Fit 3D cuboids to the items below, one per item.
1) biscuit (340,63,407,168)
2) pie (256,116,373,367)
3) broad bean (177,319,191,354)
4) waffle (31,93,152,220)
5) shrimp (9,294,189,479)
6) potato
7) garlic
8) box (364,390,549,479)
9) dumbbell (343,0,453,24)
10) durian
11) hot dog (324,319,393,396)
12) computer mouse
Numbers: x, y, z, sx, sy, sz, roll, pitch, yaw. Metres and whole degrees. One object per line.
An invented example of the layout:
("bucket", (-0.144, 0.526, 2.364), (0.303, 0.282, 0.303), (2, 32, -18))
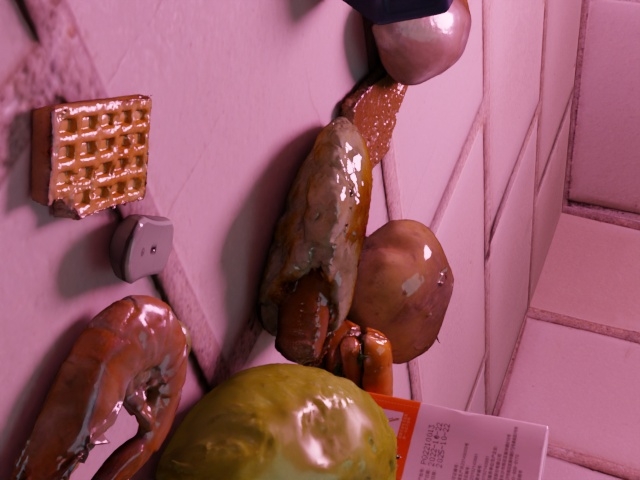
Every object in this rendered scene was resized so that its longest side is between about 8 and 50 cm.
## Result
("biscuit", (0.077, -0.170, 1.321), (0.237, 0.026, 0.131), (-52, 149, -52))
("pie", (0.002, -0.005, 1.151), (0.257, 0.105, 0.274), (-62, 164, -72))
("broad bean", (-0.152, 0.101, 0.863), (0.083, 0.045, 0.063), (-37, 134, -50))
("waffle", (-0.170, -0.063, 0.732), (0.135, 0.021, 0.092), (-30, 131, -63))
("shrimp", (-0.180, 0.152, 0.785), (0.236, 0.053, 0.133), (-62, 147, -28))
("potato", (0.125, 0.086, 1.462), (0.296, 0.141, 0.191), (71, 40, -61))
("garlic", (0.147, -0.294, 1.315), (0.318, 0.112, 0.143), (-57, 134, -63))
("box", (0.134, 0.340, 1.362), (0.225, 0.341, 0.143), (81, 22, -49))
("dumbbell", (0.071, -0.386, 0.986), (0.144, 0.160, 0.325), (-34, 143, -21))
("durian", (-0.042, 0.247, 1.031), (0.256, 0.204, 0.339), (-57, 155, -16))
("hot dog", (0.053, 0.200, 1.397), (0.068, 0.100, 0.249), (-59, 158, -31))
("computer mouse", (-0.152, 0.004, 0.811), (0.110, 0.032, 0.056), (-9, 113, -80))
